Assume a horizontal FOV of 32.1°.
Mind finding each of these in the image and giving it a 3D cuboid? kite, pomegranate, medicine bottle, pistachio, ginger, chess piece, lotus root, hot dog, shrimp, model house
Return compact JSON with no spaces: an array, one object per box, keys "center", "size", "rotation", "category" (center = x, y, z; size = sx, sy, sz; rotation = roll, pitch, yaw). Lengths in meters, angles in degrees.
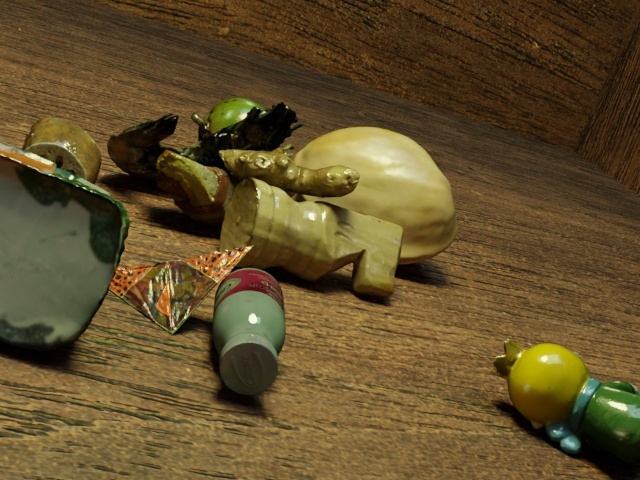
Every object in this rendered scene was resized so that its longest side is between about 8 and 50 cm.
[{"center":[-0.189,0.069,1.405],"size":[0.222,0.008,0.125],"rotation":[-10,52,1],"category":"kite"},{"center":[-0.141,-0.179,2.093],"size":[0.156,0.156,0.220],"rotation":[33,0,33],"category":"pomegranate"},{"center":[-0.087,0.109,1.346],"size":[0.090,0.090,0.217],"rotation":[18,17,-9],"category":"medicine bottle"},{"center":[0.098,-0.075,1.950],"size":[0.308,0.230,0.230],"rotation":[19,16,7],"category":"pistachio"},{"center":[-0.044,-0.101,1.708],"size":[0.214,0.059,0.133],"rotation":[6,-17,36],"category":"ginger"},{"center":[0.000,0.000,1.717],"size":[0.300,0.137,0.137],"rotation":[13,19,-28],"category":"chess piece"},{"center":[-0.388,-0.117,1.645],"size":[0.122,0.112,0.081],"rotation":[20,23,-6],"category":"lotus root"},{"center":[-0.175,-0.070,1.770],"size":[0.123,0.093,0.261],"rotation":[10,-7,45],"category":"hot dog"},{"center":[-0.194,-0.158,1.773],"size":[0.233,0.071,0.365],"rotation":[10,-19,-40],"category":"shrimp"},{"center":[-0.360,-0.011,1.300],"size":[0.271,0.190,0.301],"rotation":[20,5,-6],"category":"model house"}]

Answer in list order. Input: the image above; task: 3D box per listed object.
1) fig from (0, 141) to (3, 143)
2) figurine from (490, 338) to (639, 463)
[{"center":[-0.460,-0.100,1.553],"size":[0.074,0.088,0.074],"rotation":[21,34,-15],"category":"fig"},{"center":[0.354,0.213,1.520],"size":[0.234,0.127,0.185],"rotation":[18,9,27],"category":"figurine"}]
